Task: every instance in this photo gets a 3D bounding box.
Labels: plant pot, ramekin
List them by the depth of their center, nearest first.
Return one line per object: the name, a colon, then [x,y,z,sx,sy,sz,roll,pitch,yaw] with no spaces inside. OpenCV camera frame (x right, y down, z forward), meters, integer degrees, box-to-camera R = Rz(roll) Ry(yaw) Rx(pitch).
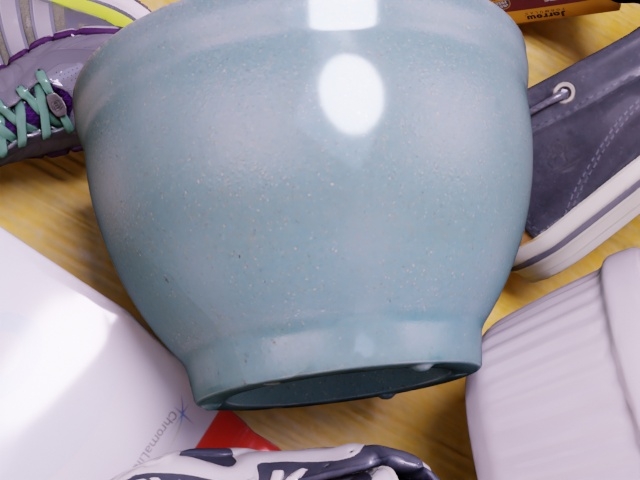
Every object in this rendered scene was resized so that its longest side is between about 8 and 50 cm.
plant pot: [0.000,0.000,0.530,0.293,0.293,0.196,-3,74,-17]
ramekin: [0.196,0.149,0.550,0.273,0.127,0.272,45,33,-41]

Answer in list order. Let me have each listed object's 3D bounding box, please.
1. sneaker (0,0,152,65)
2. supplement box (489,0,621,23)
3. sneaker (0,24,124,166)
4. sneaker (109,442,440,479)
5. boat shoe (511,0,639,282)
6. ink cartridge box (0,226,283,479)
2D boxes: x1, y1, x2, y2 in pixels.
sneaker: [-0.213,-0.144,0.640,0.300,0.111,0.121,32,79,1]
supplement box: [0.193,-0.330,0.746,0.129,0.191,0.194,0,61,30]
sneaker: [-0.210,-0.072,0.560,0.224,0.083,0.098,-16,31,12]
sneaker: [-0.021,0.163,0.480,0.235,0.153,0.094,6,72,-28]
boat shoe: [0.304,-0.177,0.649,0.500,0.187,0.156,-41,86,9]
ink cartridge box: [-0.168,0.201,0.510,0.385,0.091,0.308,33,64,0]
